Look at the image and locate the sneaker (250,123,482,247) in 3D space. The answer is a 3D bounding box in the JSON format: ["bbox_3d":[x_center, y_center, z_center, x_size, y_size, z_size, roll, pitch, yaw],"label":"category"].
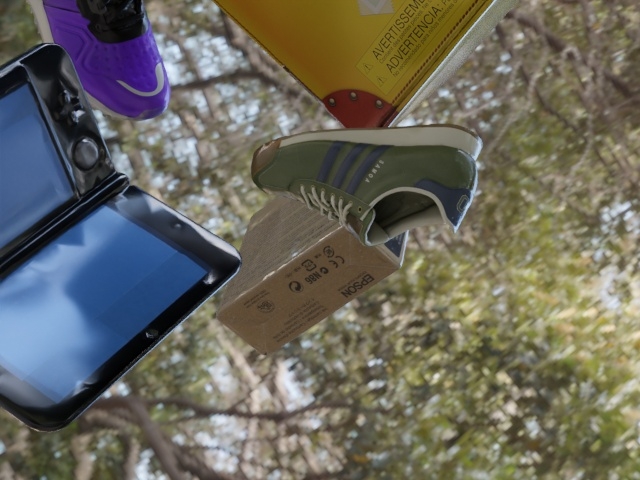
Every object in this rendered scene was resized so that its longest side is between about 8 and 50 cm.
[{"bbox_3d":[0.029,-0.037,0.968,0.192,0.086,0.064,-4,-28,23],"label":"sneaker"}]

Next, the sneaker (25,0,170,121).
[{"bbox_3d":[-0.235,-0.267,1.294,0.293,0.102,0.146,60,-39,7],"label":"sneaker"}]

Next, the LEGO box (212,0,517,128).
[{"bbox_3d":[0.070,-0.383,1.037,0.372,0.193,0.500,44,-46,3],"label":"LEGO box"}]

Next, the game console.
[{"bbox_3d":[-0.246,-0.016,1.136,0.173,0.293,0.250,4,-56,37],"label":"game console"}]

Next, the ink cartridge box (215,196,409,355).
[{"bbox_3d":[0.000,0.000,1.459,0.088,0.193,0.235,41,-52,-19],"label":"ink cartridge box"}]
